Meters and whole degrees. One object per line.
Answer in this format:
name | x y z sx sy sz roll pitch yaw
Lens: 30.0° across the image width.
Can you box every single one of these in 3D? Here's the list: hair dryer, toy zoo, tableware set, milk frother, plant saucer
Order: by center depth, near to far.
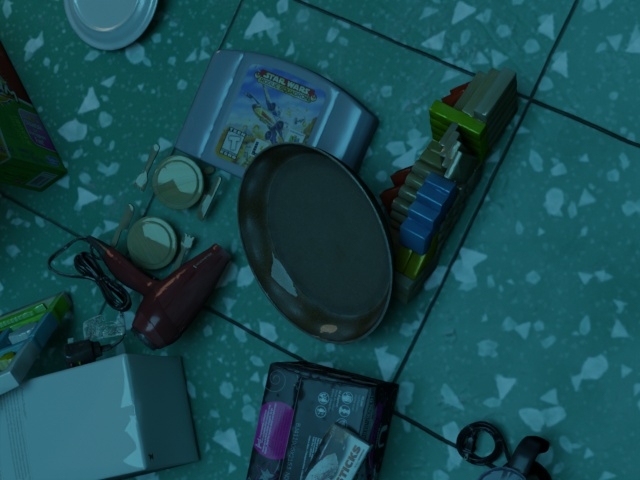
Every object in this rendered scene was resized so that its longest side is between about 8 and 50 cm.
milk frother | 0.239 0.320 1.642 0.143 0.135 0.129 6 87 22
plant saucer | 0.000 0.000 1.744 0.311 0.050 0.310 22 123 39
hair dryer | -0.280 0.066 1.854 0.294 0.080 0.223 -12 68 2
toy zoo | -0.521 0.191 1.886 0.192 0.293 0.030 -20 112 19
tableware set | -0.245 -0.046 1.918 0.128 0.039 0.194 28 102 10

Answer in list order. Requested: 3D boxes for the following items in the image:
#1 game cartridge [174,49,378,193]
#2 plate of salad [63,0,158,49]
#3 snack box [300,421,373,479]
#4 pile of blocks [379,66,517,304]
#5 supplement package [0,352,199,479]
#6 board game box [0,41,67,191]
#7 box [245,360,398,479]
game cartridge | -0.069 -0.178 1.852 0.297 0.062 0.198 24 99 22
plate of salad | -0.343 -0.415 1.983 0.200 0.048 0.199 2 94 29
snack box | 0.003 0.342 1.642 0.064 0.022 0.178 29 96 18
pile of blocks | 0.152 -0.094 1.705 0.113 0.149 0.362 29 96 21
supplement package | -0.366 0.293 1.860 0.293 0.175 0.177 -15 78 20
board game box | -0.566 -0.240 1.951 0.064 0.242 0.316 -33 75 14
box | 0.000 0.311 1.734 0.163 0.142 0.247 12 91 21
